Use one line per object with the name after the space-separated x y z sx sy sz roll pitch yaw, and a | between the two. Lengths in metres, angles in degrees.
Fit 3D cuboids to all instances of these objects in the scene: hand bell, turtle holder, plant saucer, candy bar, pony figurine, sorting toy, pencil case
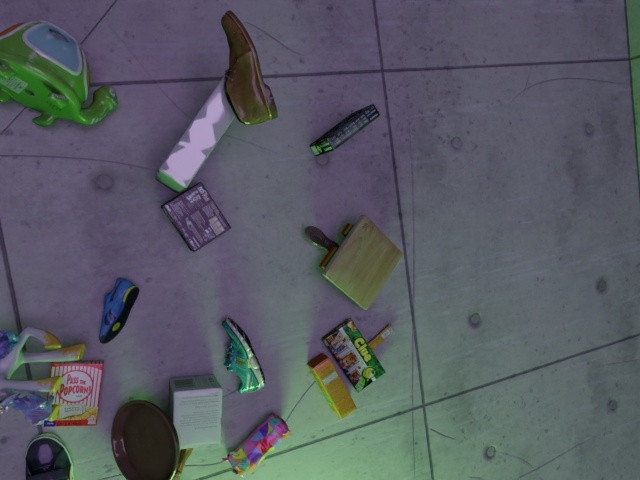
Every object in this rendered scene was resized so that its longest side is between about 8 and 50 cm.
-0.466 0.751 1.622 0.126 0.126 0.241 25 72 -20 | hand bell
-0.744 -0.465 1.381 0.321 0.243 0.227 19 68 -12 | turtle holder
-0.536 0.627 1.525 0.041 0.278 0.277 -2 94 -63 | plant saucer
0.222 0.382 1.905 0.161 0.018 0.040 -39 105 -16 | candy bar
-0.893 0.378 1.348 0.364 0.302 0.350 14 59 -5 | pony figurine
0.139 0.076 1.798 0.255 0.089 0.257 42 76 -35 | sorting toy
-0.216 0.706 1.708 0.236 0.104 0.104 -39 105 -17 | pencil case

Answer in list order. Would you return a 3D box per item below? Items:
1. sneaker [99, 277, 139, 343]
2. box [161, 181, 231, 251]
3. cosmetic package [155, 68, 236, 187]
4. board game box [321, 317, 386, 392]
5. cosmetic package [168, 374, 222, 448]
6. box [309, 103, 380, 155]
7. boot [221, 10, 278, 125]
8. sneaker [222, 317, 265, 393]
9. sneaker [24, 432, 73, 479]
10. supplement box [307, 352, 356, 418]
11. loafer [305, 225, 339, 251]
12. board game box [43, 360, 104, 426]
-0.647 0.218 1.545 0.082 0.069 0.209 26 92 13 | sneaker
-0.405 -0.076 1.611 0.147 0.077 0.180 -36 104 -16 | box
-0.357 -0.328 1.510 0.097 0.284 0.377 35 80 -20 | cosmetic package
0.126 0.432 1.856 0.136 0.030 0.259 -35 104 -10 | board game box
-0.407 0.548 1.597 0.152 0.151 0.183 1 93 -22 | cosmetic package
0.082 -0.386 1.736 0.220 0.175 0.051 -40 106 -16 | box
-0.222 -0.466 1.354 0.115 0.112 0.305 -22 103 -9 | boot
-0.277 0.394 1.672 0.110 0.107 0.275 -22 100 -10 | sneaker
-0.801 0.744 1.468 0.126 0.127 0.320 -11 95 -19 | sneaker
0.042 0.533 1.810 0.080 0.078 0.233 -33 103 -17 | supplement box
0.000 0.000 1.786 0.148 0.050 0.056 38 77 -20 | loafer
-0.754 0.467 1.515 0.147 0.045 0.193 6 90 -21 | board game box
